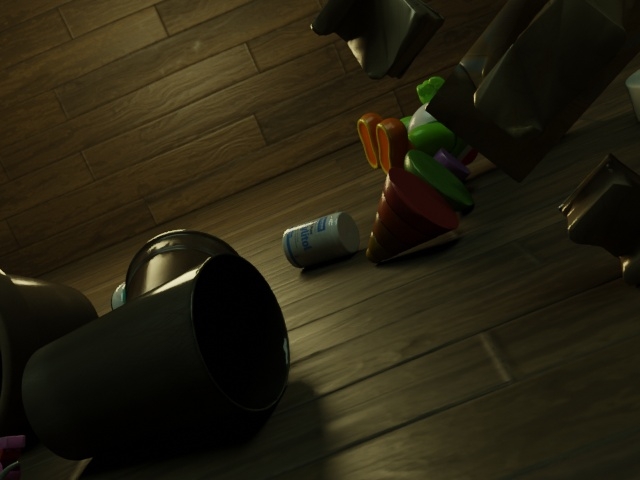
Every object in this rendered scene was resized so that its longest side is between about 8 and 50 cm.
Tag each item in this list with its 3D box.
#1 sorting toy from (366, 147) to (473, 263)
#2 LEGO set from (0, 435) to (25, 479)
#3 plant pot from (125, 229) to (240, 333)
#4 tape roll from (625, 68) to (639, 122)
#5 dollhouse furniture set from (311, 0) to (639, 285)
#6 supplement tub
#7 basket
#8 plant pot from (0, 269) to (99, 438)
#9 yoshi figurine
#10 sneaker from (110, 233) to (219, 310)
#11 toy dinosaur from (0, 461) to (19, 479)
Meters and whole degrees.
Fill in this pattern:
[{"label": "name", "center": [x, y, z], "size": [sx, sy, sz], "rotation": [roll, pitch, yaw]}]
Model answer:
[{"label": "sorting toy", "center": [0.144, -0.050, 1.191], "size": [0.126, 0.127, 0.365], "rotation": [-51, -4, 24]}, {"label": "LEGO set", "center": [-0.398, 0.261, 0.808], "size": [0.087, 0.093, 0.227], "rotation": [10, -21, -44]}, {"label": "plant pot", "center": [-0.171, 0.092, 0.955], "size": [0.167, 0.166, 0.165], "rotation": [-22, 20, 6]}, {"label": "tape roll", "center": [0.678, -0.284, 1.208], "size": [0.392, 0.072, 0.392], "rotation": [-23, 12, 5]}, {"label": "dollhouse furniture set", "center": [0.267, -0.243, 0.703], "size": [0.394, 0.362, 0.256], "rotation": [-52, -1, 27]}, {"label": "supplement tub", "center": [0.000, 0.000, 1.237], "size": [0.107, 0.071, 0.071], "rotation": [-18, 12, 30]}, {"label": "basket", "center": [-0.170, 0.127, 0.790], "size": [0.227, 0.154, 0.204], "rotation": [-23, 9, 19]}, {"label": "plant pot", "center": [-0.424, 0.144, 1.057], "size": [0.263, 0.262, 0.229], "rotation": [-18, -6, 27]}, {"label": "yoshi figurine", "center": [0.256, -0.244, 1.387], "size": [0.363, 0.203, 0.203], "rotation": [-17, -23, -11]}, {"label": "sneaker", "center": [-0.231, 0.039, 1.369], "size": [0.179, 0.123, 0.295], "rotation": [-24, 18, 20]}, {"label": "toy dinosaur", "center": [-0.357, 0.277, 0.616], "size": [0.314, 0.120, 0.160], "rotation": [-20, -2, 39]}]
